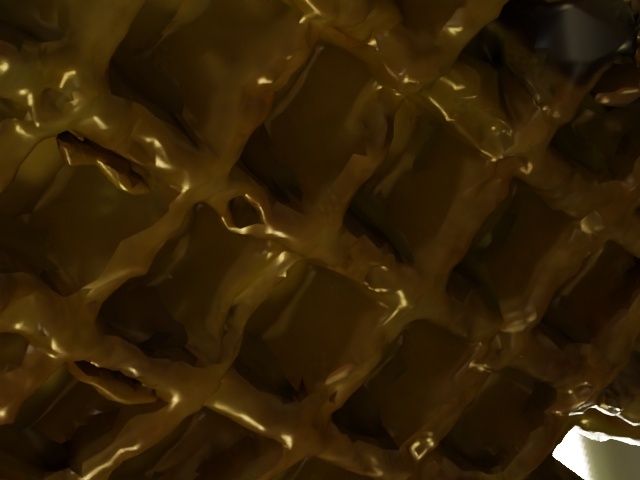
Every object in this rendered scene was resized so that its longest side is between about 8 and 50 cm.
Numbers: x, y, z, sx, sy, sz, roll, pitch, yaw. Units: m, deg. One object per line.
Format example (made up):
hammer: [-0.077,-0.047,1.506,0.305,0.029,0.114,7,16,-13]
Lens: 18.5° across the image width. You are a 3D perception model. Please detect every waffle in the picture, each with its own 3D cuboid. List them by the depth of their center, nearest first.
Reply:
waffle: [-0.001,-0.001,0.421,0.283,0.309,0.065,-22,-131,-26]
